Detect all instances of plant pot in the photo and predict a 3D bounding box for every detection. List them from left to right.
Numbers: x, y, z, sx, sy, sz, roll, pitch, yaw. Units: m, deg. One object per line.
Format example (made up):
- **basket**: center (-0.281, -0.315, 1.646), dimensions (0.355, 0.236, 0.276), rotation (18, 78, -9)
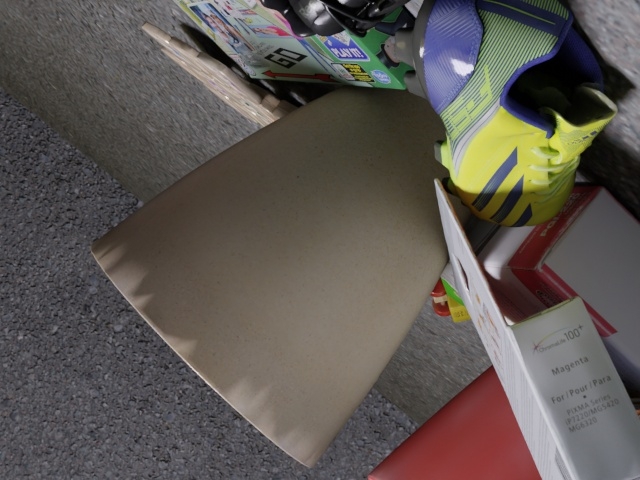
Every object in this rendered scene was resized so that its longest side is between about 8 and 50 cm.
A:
- **plant pot**: center (0.000, 0.000, 1.153), dimensions (0.256, 0.274, 0.256), rotation (46, 179, 1)
- **plant pot**: center (0.233, 0.262, 1.580), dimensions (0.275, 0.243, 0.275), rotation (38, 169, 9)

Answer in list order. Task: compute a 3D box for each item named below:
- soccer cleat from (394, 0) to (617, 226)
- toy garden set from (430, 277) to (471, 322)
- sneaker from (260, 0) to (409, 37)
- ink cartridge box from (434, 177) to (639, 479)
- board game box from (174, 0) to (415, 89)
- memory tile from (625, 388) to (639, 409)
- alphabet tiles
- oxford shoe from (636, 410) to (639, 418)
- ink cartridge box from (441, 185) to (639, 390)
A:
- **soccer cleat**: center (0.138, -0.074, 0.918), dimensions (0.121, 0.093, 0.289), rotation (17, 163, 26)
- **toy garden set**: center (0.189, 0.065, 1.459), dimensions (0.244, 0.049, 0.204), rotation (34, 167, 26)
- **sneaker**: center (0.042, -0.168, 0.743), dimensions (0.109, 0.130, 0.286), rotation (43, 168, -5)
- **ink cartridge box**: center (0.164, 0.091, 1.032), dimensions (0.275, 0.060, 0.238), rotation (65, -177, -71)
- **board game box**: center (-0.058, -0.215, 1.138), dimensions (0.213, 0.046, 0.317), rotation (43, 169, -23)
- **memory tile**: center (0.298, 0.123, 1.114), dimensions (0.148, 0.012, 0.113), rotation (-3, -178, -24)
- **alphabet tiles**: center (-0.053, -0.133, 1.446), dimensions (0.278, 0.021, 0.284), rotation (38, 177, -41)
- **oxford shoe**: center (0.343, 0.191, 1.436), dimensions (0.212, 0.076, 0.076), rotation (51, -165, -57)
- **ink cartridge box**: center (0.204, 0.037, 1.146), dimensions (0.158, 0.092, 0.218), rotation (42, 168, -14)
